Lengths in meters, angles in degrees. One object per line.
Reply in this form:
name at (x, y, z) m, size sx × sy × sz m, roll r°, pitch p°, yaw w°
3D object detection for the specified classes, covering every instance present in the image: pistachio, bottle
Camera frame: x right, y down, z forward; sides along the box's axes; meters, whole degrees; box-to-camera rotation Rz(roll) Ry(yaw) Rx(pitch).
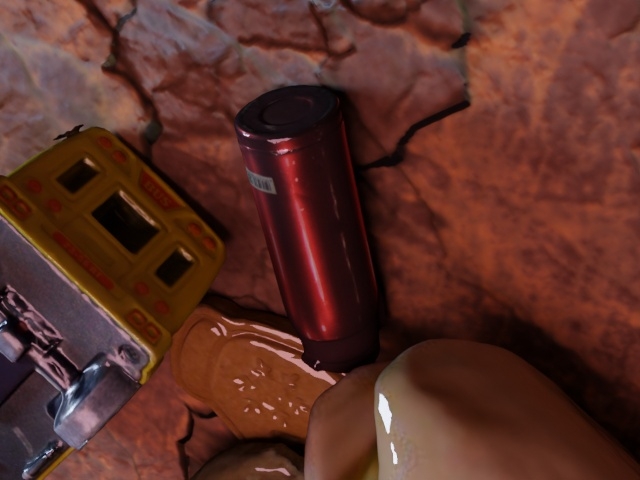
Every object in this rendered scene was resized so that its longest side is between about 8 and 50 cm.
pistachio at (0.118, 0.192, 0.649) m, size 0.318 × 0.214 × 0.193 m, roll 56°, pitch 147°, yaw -9°
bottle at (0.000, 0.000, 0.648) m, size 0.060 × 0.060 × 0.164 m, roll 2°, pitch 126°, yaw 22°

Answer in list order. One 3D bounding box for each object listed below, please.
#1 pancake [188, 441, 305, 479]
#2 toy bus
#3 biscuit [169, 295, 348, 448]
pancake at (0.015, 0.219, 0.801) m, size 0.236 × 0.042 × 0.222 m, roll 24°, pitch 129°, yaw -6°
toy bus at (-0.205, 0.082, 0.735) m, size 0.144 × 0.152 × 0.330 m, roll 44°, pitch 127°, yaw -5°
biscuit at (-0.030, 0.096, 0.753) m, size 0.140 × 0.023 × 0.118 m, roll 15°, pitch 129°, yaw 12°
